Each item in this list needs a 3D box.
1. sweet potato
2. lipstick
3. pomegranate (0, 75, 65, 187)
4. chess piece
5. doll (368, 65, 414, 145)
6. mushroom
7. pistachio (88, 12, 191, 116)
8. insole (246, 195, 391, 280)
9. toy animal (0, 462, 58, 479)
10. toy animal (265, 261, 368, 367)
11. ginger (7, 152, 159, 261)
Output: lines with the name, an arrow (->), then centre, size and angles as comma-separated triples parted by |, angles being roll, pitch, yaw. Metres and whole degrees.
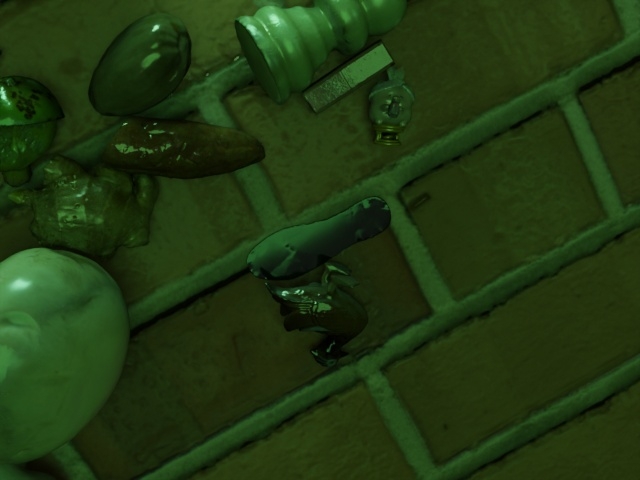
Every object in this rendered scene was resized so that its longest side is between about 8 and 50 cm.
sweet potato -> -0.203, -0.143, 1.210 | 0.252, 0.097, 0.097 | -2, 102, -22
lipstick -> 0.043, -0.253, 1.237 | 0.145, 0.045, 0.045 | -32, 106, 12
pomegranate -> -0.453, -0.167, 1.158 | 0.143, 0.169, 0.122 | -36, 78, -35
chess piece -> 0.015, -0.321, 1.192 | 0.251, 0.144, 0.144 | -29, 105, -7
doll -> 0.112, -0.212, 1.252 | 0.073, 0.084, 0.127 | 5, 104, -1
mushroom -> -0.434, 0.182, 1.140 | 0.356, 0.315, 0.315 | -33, 105, 8
pistachio -> -0.267, -0.253, 1.175 | 0.185, 0.108, 0.126 | -44, 80, 9
insole -> 0.000, 0.000, 1.319 | 0.253, 0.005, 0.086 | -23, 105, -3
toy animal -> -0.527, 0.356, 1.253 | 0.282, 0.138, 0.140 | 44, 83, 9
toy animal -> -0.013, 0.123, 1.307 | 0.188, 0.089, 0.179 | 13, 112, -16
ginger -> -0.355, -0.049, 1.198 | 0.216, 0.102, 0.157 | 8, 95, -21
